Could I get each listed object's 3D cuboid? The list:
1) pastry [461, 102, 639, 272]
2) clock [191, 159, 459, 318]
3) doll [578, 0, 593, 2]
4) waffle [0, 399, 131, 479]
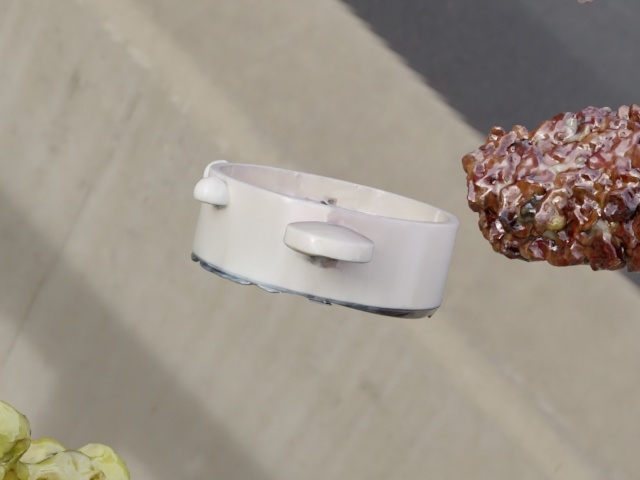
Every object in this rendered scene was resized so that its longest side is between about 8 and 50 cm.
[{"bbox_3d":[0.204,-0.035,1.380,0.208,0.097,0.115,-7,37,25],"label":"pastry"},{"bbox_3d":[0.000,0.000,1.158,0.155,0.063,0.229,11,7,-3],"label":"clock"},{"bbox_3d":[0.152,-0.215,0.987,0.095,0.149,0.192,46,30,-44],"label":"doll"},{"bbox_3d":[-0.238,0.165,0.896,0.312,0.307,0.060,26,32,-52],"label":"waffle"}]
